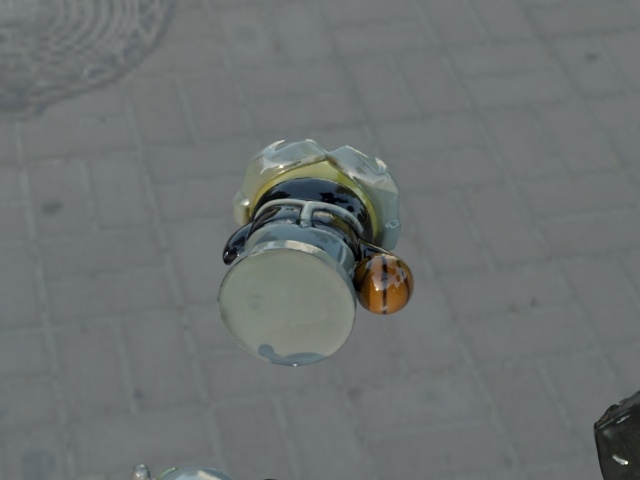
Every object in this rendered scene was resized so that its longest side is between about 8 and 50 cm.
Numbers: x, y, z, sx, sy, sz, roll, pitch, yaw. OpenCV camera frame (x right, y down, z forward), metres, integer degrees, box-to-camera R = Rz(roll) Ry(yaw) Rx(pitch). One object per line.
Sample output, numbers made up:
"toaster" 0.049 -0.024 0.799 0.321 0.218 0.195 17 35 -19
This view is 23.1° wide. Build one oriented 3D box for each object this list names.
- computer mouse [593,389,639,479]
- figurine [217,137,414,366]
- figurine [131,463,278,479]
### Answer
"computer mouse" 0.316 0.116 0.965 0.168 0.295 0.087 60 29 2
"figurine" 0.000 0.000 1.407 0.176 0.133 0.236 11 30 1
"figurine" -0.062 0.234 1.153 0.197 0.093 0.147 34 54 10
